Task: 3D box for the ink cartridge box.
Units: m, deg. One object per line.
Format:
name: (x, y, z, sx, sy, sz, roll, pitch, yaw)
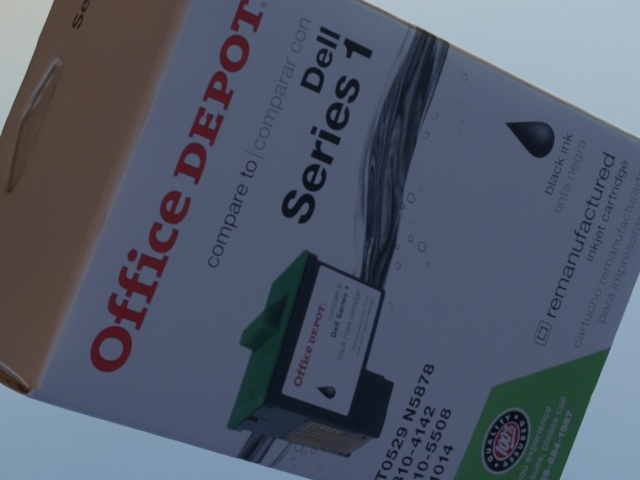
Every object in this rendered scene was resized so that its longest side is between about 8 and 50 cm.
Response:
ink cartridge box: (0.000, 0.000, 0.570, 0.092, 0.219, 0.160, 21, -89, 57)
